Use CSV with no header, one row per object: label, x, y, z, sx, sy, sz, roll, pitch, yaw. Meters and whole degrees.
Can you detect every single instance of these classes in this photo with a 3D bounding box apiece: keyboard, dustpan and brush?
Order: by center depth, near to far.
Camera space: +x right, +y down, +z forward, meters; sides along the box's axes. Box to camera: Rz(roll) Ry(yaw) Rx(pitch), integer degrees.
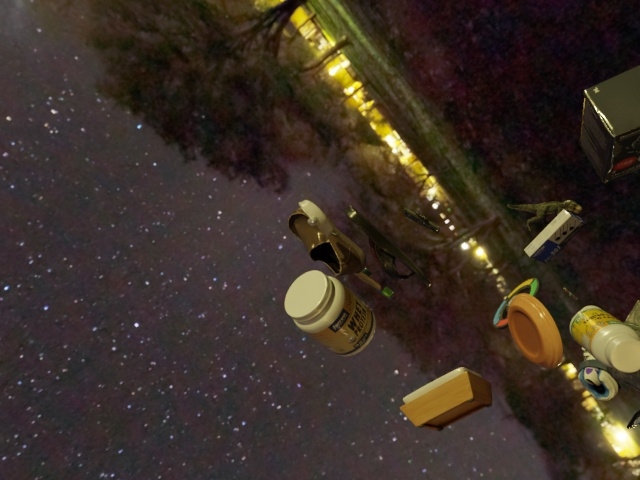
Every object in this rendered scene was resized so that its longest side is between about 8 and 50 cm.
dustpan and brush,-0.016,-0.065,1.391,0.147,0.060,0.211,49,171,-2
keyboard,0.443,-0.088,2.022,0.180,0.023,0.108,31,170,23

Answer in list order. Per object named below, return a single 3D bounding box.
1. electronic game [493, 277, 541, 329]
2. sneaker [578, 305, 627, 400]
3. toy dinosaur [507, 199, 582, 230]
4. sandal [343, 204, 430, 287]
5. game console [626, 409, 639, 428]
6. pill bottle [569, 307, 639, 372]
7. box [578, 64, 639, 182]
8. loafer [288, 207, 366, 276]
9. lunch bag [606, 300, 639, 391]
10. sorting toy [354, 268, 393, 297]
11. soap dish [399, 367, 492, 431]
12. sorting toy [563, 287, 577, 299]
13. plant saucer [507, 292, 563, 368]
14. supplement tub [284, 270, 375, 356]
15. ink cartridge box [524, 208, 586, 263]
electronic game,0.699,0.226,1.636,0.048,0.229,0.229,39,-167,5
sneaker,1.026,0.426,1.702,0.236,0.130,0.322,-17,-89,-46
toy dinosaur,0.856,-0.102,1.781,0.064,0.269,0.118,-82,-12,-54
sandal,0.236,0.043,1.736,0.446,0.107,0.167,41,-174,-14
game console,1.004,0.550,1.378,0.071,0.107,0.122,-115,5,-45
pill bottle,0.759,0.262,1.211,0.117,0.118,0.208,52,-168,-4
box,0.972,-0.365,1.333,0.312,0.344,0.178,35,-144,-57
loafer,0.000,0.000,1.659,0.366,0.133,0.130,35,-141,31
lunch bag,1.004,0.344,1.296,0.213,0.255,0.305,31,-179,-16
sorting toy,0.156,0.119,1.837,0.348,0.047,0.196,36,178,-6
soap dish,0.472,0.593,1.689,0.229,0.291,0.118,32,-151,-44
sorting toy,1.153,0.251,2.111,0.083,0.012,0.062,32,-167,-43
plant saucer,0.546,0.237,1.190,0.200,0.037,0.199,164,90,-83
supplement tub,0.038,0.274,1.728,0.316,0.228,0.228,43,-162,-36
ink cartridge box,0.869,-0.012,1.702,0.097,0.207,0.046,19,-148,-26
